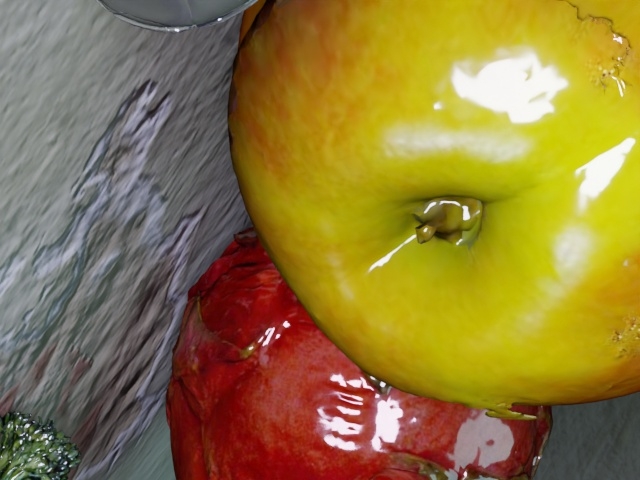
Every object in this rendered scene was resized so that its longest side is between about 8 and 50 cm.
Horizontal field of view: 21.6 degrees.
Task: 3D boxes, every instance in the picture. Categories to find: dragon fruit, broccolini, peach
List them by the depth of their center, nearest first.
[{"bbox_3d":[-0.204,0.185,0.923,0.201,0.058,0.074,-55,160,-26],"label":"broccolini"},{"bbox_3d":[0.132,-0.089,0.928,0.370,0.370,0.370,-56,168,-19],"label":"peach"},{"bbox_3d":[0.025,0.106,1.153,0.277,0.277,0.342,53,42,-77],"label":"dragon fruit"}]

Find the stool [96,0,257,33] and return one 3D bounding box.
[{"bbox_3d":[-0.061,-0.141,0.654,0.096,0.096,0.110,-57,162,-13],"label":"stool"}]
